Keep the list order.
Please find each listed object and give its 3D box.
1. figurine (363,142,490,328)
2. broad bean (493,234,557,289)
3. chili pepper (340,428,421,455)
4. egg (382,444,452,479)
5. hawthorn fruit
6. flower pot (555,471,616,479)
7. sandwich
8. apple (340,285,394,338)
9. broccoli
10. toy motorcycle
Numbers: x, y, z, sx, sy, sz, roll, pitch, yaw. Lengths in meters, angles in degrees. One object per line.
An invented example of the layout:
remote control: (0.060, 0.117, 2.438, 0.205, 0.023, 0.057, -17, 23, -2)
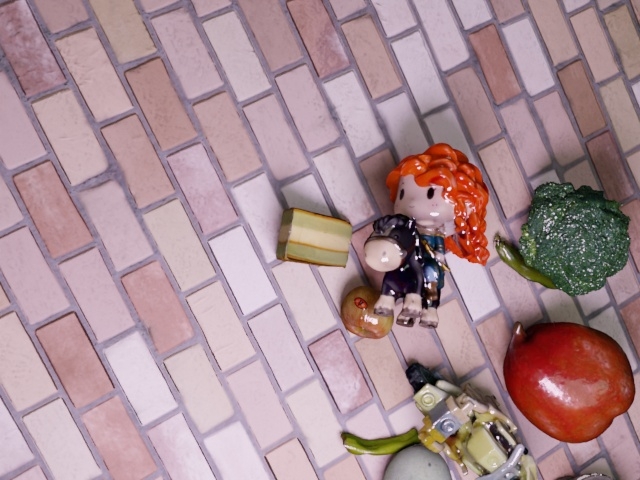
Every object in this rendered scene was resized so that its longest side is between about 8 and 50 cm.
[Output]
figurine: (0.224, -0.005, 1.586, 0.306, 0.241, 0.412, 51, 55, -20)
broad bean: (0.532, 0.070, 1.809, 0.254, 0.046, 0.065, 28, 69, -15)
chili pepper: (0.140, 0.474, 1.682, 0.201, 0.052, 0.050, 1, 125, -19)
egg: (0.220, 0.586, 1.643, 0.169, 0.169, 0.237, 2, 97, -18)
hawthorn fruit: (0.583, 0.335, 1.713, 0.311, 0.295, 0.295, 11, 87, -16)
flower pot: (0.642, 0.677, 1.793, 0.235, 0.140, 0.236, 0, 91, -19)
sandwich: (0.000, 0.000, 1.590, 0.187, 0.144, 0.117, 10, 89, -17)
apple: (0.108, 0.164, 1.636, 0.126, 0.126, 0.102, 30, 62, -15)
broccoli: (0.614, -0.017, 1.742, 0.265, 0.245, 0.295, -29, 94, 25)
toy motorcycle: (0.355, 0.447, 1.661, 0.410, 0.237, 0.169, 41, 100, -12)
